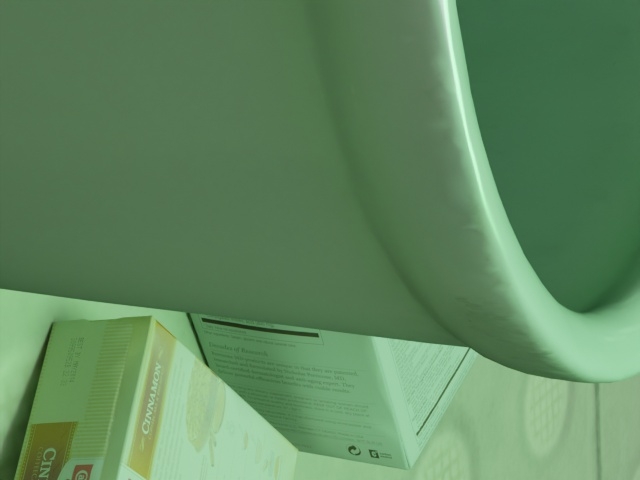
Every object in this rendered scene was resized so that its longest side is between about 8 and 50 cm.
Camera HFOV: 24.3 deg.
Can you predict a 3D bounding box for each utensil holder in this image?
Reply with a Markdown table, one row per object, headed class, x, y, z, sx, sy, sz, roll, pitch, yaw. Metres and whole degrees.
| class | x | y | z | sx | sy | sz | roll | pitch | yaw |
| --- | --- | --- | --- | --- | --- | --- | --- | --- | --- |
| utensil holder | -0.060 | -0.129 | 0.555 | 0.328 | 0.386 | 0.327 | -12 | 104 | -60 |

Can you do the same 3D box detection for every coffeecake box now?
| class | x | y | z | sx | sy | sz | roll | pitch | yaw |
| --- | --- | --- | --- | --- | --- | --- | --- | --- | --- |
| coffeecake box | -0.089 | 0.147 | 0.834 | 0.185 | 0.068 | 0.142 | 51 | 41 | -50 |

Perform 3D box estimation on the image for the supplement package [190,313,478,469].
| class | x | y | z | sx | sy | sz | roll | pitch | yaw |
| --- | --- | --- | --- | --- | --- | --- | --- | --- | --- |
| supplement package | 0.000 | 0.000 | 0.924 | 0.139 | 0.134 | 0.244 | -52 | 137 | -44 |
